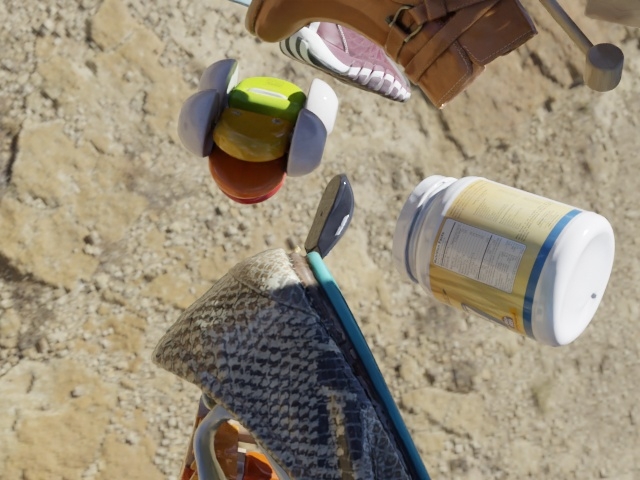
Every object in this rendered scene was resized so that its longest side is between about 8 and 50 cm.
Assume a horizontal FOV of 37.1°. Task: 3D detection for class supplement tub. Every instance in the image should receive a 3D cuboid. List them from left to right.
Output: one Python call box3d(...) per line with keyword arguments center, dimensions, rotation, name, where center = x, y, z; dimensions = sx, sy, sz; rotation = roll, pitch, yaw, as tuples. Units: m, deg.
box3d(center=(0.192, 0.015, 1.016), dimensions=(0.144, 0.200, 0.144), rotation=(-29, 130, -42), name="supplement tub")

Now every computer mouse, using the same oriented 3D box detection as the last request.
box3d(center=(0.000, 0.000, 1.891), dimensions=(0.060, 0.184, 0.261), rotation=(24, 76, -17), name="computer mouse")

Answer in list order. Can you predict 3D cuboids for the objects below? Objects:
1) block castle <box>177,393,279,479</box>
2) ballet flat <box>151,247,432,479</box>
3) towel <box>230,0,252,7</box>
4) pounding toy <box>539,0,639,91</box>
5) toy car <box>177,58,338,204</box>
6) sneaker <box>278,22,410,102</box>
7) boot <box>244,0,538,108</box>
box3d(center=(-0.093, 0.439, 1.183), dimensions=(0.213, 0.453, 0.303), rotation=(11, 25, -9), name="block castle")
box3d(center=(0.047, 0.232, 0.626), dimensions=(0.182, 0.164, 0.482), rotation=(-35, 78, -4), name="ballet flat")
box3d(center=(-0.023, -0.484, 1.405), dimensions=(0.090, 0.320, 0.375), rotation=(44, 23, 28), name="towel")
box3d(center=(0.284, -0.241, 0.862), dimensions=(0.181, 0.094, 0.206), rotation=(16, 69, 14), name="pounding toy")
box3d(center=(-0.071, -0.113, 1.077), dimensions=(0.159, 0.136, 0.182), rotation=(13, 36, 2), name="toy car")
box3d(center=(0.067, -0.286, 1.275), dimensions=(0.281, 0.106, 0.162), rotation=(9, 104, -61), name="sneaker")
box3d(center=(0.069, -0.231, 1.002), dimensions=(0.220, 0.283, 0.109), rotation=(56, 27, -1), name="boot")
